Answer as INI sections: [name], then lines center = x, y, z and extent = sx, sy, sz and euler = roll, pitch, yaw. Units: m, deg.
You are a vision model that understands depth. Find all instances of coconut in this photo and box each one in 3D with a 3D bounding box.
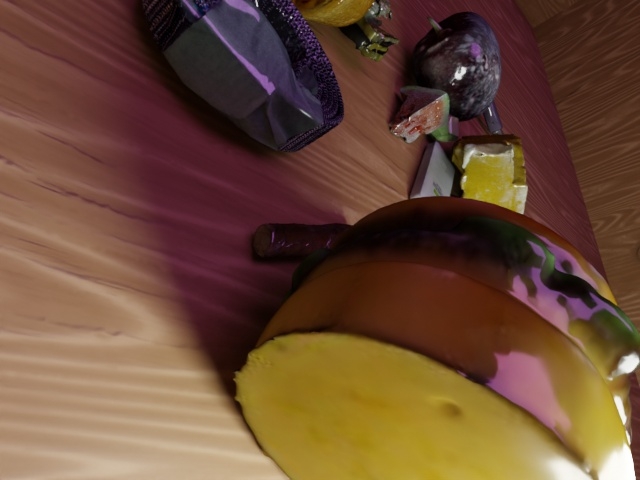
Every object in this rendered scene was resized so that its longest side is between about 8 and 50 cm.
[coconut]
center = 0.313, -0.292, 1.162
extent = 0.083, 0.082, 0.081
euler = -17, 101, -81

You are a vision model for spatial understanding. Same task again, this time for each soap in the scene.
[soap]
center = 0.415, -0.239, 1.132
extent = 0.304, 0.169, 0.338
euler = 64, 29, -51

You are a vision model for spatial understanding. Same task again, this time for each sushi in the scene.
[sushi]
center = 0.085, -0.528, 0.985
extent = 0.139, 0.131, 0.291
euler = -6, 67, -51

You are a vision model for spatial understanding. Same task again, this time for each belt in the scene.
[belt]
center = -0.098, -0.275, 0.656
extent = 0.325, 0.122, 0.260
euler = 46, 36, -27

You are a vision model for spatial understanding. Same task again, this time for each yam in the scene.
[yam]
center = 0.000, 0.000, 0.678
extent = 0.241, 0.057, 0.056
euler = 1, 71, -50

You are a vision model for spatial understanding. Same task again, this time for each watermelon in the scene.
[watermelon]
center = 0.240, -0.287, 1.060
extent = 0.098, 0.121, 0.158
euler = 64, 37, -39

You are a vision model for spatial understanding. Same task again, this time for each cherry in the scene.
[cherry]
center = 0.358, -0.459, 1.194
extent = 0.296, 0.218, 0.255
euler = 55, 35, -35

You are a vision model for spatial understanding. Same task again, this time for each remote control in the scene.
[remote control]
center = 0.269, -0.136, 1.069
extent = 0.103, 0.034, 0.250
euler = 49, 41, -22

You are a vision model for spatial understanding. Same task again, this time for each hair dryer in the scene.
[hair dryer]
center = 0.570, -0.488, 1.566
extent = 0.361, 0.121, 0.301
euler = 67, 29, -14

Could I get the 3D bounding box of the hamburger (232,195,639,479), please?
[hamburger]
center = 0.124, 0.138, 0.502
extent = 0.395, 0.396, 0.277
euler = 56, 41, -13

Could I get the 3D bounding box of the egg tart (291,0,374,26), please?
[egg tart]
center = 0.016, -0.504, 0.857
extent = 0.147, 0.203, 0.202
euler = -13, 81, -64
